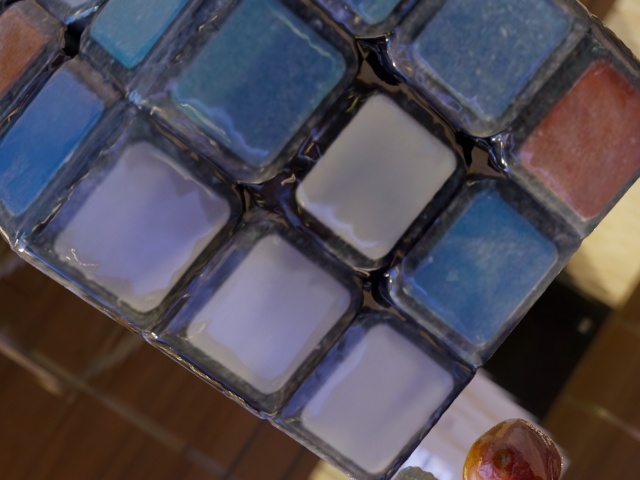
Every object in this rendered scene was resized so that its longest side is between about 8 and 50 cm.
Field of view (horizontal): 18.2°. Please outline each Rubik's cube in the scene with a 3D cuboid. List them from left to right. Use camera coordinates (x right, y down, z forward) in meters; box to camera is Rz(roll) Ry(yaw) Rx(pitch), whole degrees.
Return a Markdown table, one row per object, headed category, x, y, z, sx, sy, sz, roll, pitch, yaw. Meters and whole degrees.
| category | x | y | z | sx | sy | sz | roll | pitch | yaw |
| --- | --- | --- | --- | --- | --- | --- | --- | --- | --- |
| Rubik's cube | -0.036 | -0.102 | 1.368 | 0.362 | 0.363 | 0.359 | 42 | 178 | -36 |

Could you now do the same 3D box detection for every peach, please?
| category | x | y | z | sx | sy | sz | roll | pitch | yaw |
| --- | --- | --- | --- | --- | --- | --- | --- | --- | --- |
| peach | 0.192 | 0.232 | 2.007 | 0.100 | 0.101 | 0.101 | 32 | 170 | 7 |

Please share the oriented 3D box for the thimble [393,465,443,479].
| category | x | y | z | sx | sy | sz | roll | pitch | yaw |
| --- | --- | --- | --- | --- | --- | --- | --- | --- | --- |
| thimble | 0.117 | 0.295 | 2.131 | 0.110 | 0.062 | 0.084 | 43 | 159 | -8 |
